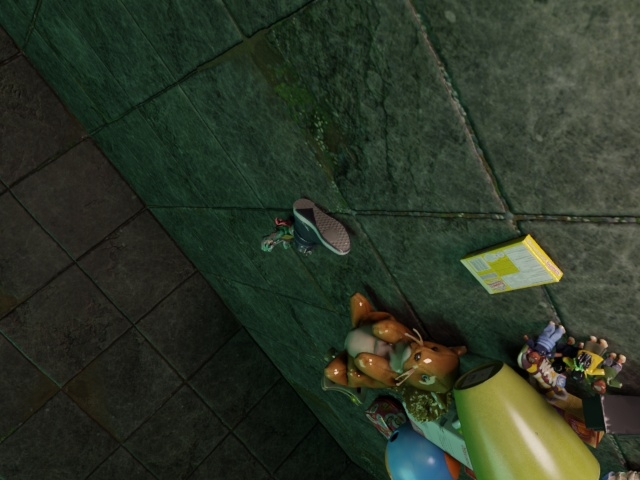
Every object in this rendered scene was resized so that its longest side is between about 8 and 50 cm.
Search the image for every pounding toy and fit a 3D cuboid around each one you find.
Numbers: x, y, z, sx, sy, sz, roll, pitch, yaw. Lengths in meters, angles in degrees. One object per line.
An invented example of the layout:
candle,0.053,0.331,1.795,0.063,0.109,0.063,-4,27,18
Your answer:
pounding toy,0.099,0.621,2.316,0.269,0.154,0.155,42,157,9

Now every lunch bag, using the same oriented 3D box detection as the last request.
lunch bag,0.335,0.832,2.304,0.293,0.120,0.258,45,157,0

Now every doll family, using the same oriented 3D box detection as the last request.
doll family,0.508,0.239,1.056,0.193,0.111,0.076,15,142,51

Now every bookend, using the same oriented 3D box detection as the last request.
bookend,0.593,0.360,1.057,0.157,0.072,0.156,6,157,-10

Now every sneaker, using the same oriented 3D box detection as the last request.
sneaker,0.520,0.301,1.199,0.084,0.069,0.185,19,154,51
sneaker,0.001,-0.001,1.535,0.226,0.086,0.163,45,148,28

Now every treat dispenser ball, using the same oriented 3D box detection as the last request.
treat dispenser ball,0.394,0.842,2.009,0.288,0.288,0.288,37,155,20

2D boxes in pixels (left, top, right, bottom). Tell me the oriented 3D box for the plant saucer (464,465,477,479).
plant saucer,0.658,0.883,1.936,0.258,0.048,0.259,28,152,36

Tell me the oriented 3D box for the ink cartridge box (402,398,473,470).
ink cartridge box,0.448,0.648,1.816,0.283,0.117,0.207,24,148,42

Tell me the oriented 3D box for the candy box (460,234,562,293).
candy box,0.385,0.054,1.070,0.105,0.027,0.206,46,157,-5

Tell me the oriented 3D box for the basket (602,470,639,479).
basket,0.748,0.685,1.225,0.255,0.201,0.289,47,126,0

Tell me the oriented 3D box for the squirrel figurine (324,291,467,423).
squirrel figurine,0.273,0.375,1.570,0.371,0.281,0.397,1,145,46

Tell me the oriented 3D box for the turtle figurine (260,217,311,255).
turtle figurine,-0.108,-0.009,1.701,0.175,0.118,0.234,10,170,-22

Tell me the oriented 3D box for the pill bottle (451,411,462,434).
pill bottle,0.529,0.585,1.553,0.246,0.136,0.136,41,156,13

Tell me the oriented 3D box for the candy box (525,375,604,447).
candy box,0.594,0.417,1.279,0.187,0.053,0.109,26,150,42

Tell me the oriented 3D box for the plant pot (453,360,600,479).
plant pot,0.445,0.447,1.226,0.293,0.275,0.275,60,157,3
